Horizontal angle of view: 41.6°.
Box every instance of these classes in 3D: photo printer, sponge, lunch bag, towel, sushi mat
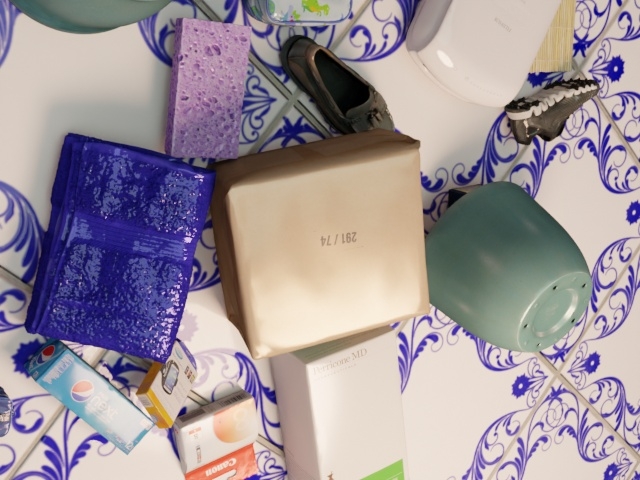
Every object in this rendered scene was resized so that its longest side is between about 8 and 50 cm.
[{"bbox_3d":[0.302,-0.411,1.539,0.256,0.107,0.308,25,91,-35],"label":"photo printer"},{"bbox_3d":[-0.173,-0.229,1.295,0.117,0.031,0.210,-1,103,-34],"label":"sponge"},{"bbox_3d":[-0.030,-0.446,1.321,0.176,0.090,0.219,-10,109,-30],"label":"lunch bag"},{"bbox_3d":[-0.295,0.015,1.236,0.227,0.076,0.308,13,96,-9],"label":"towel"},{"bbox_3d":[0.463,-0.495,1.684,0.151,0.019,0.317,-10,109,-31],"label":"sushi mat"},{"bbox_3d":[-0.494,0.252,1.224,0.098,0.065,0.067,2,103,-34],"label":"lunch bag"}]

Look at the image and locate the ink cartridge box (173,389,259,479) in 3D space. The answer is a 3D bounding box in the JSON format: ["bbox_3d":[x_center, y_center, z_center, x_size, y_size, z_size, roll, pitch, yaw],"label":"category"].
[{"bbox_3d":[-0.176,0.371,1.487,0.145,0.045,0.179,-19,111,-28],"label":"ink cartridge box"}]

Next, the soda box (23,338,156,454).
[{"bbox_3d":[-0.356,0.241,1.310,0.067,0.071,0.210,-47,124,-15],"label":"soda box"}]

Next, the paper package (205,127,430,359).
[{"bbox_3d":[0.000,0.000,1.381,0.324,0.168,0.310,-13,111,-17],"label":"paper package"}]

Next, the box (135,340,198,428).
[{"bbox_3d":[-0.246,0.229,1.374,0.081,0.028,0.136,65,27,-29],"label":"box"}]

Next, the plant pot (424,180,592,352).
[{"bbox_3d":[0.365,0.072,1.597,0.293,0.235,0.293,-21,134,-24],"label":"plant pot"}]

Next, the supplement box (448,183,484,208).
[{"bbox_3d":[0.303,-0.063,1.676,0.083,0.056,0.083,-12,110,-31],"label":"supplement box"}]

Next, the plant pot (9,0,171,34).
[{"bbox_3d":[-0.268,-0.397,1.073,0.271,0.255,0.272,-11,109,-32],"label":"plant pot"}]

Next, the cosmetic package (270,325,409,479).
[{"bbox_3d":[0.036,0.328,1.550,0.197,0.155,0.366,-19,114,-26],"label":"cosmetic package"}]

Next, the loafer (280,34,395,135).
[{"bbox_3d":[0.043,-0.244,1.431,0.267,0.084,0.096,36,82,-35],"label":"loafer"}]

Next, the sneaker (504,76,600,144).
[{"bbox_3d":[0.477,-0.261,1.728,0.234,0.078,0.106,-24,118,-22],"label":"sneaker"}]
